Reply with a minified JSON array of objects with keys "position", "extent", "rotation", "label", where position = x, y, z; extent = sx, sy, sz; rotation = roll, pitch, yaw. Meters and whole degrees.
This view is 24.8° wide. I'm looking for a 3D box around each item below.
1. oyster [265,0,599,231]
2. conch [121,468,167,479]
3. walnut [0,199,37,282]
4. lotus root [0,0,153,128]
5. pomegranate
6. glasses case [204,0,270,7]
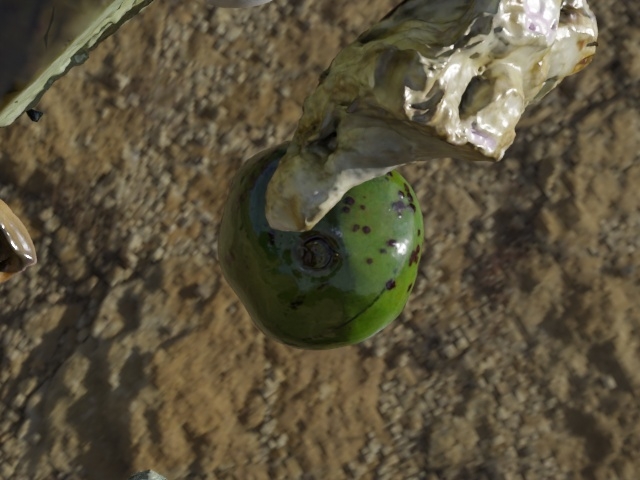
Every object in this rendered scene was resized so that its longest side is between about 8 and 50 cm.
[{"position":[0.058,-0.060,0.693],"extent":[0.081,0.191,0.163],"rotation":[60,17,18],"label":"oyster"},{"position":[-0.158,0.249,1.305],"extent":[0.076,0.057,0.085],"rotation":[-7,87,-57],"label":"conch"},{"position":[-0.382,0.029,1.288],"extent":[0.204,0.141,0.238],"rotation":[27,100,-27],"label":"walnut"},{"position":[-0.105,-0.147,0.573],"extent":[0.149,0.260,0.267],"rotation":[49,26,-11],"label":"lotus root"},{"position":[0.000,0.000,1.688],"extent":[0.254,0.270,0.254],"rotation":[0,93,-5],"label":"pomegranate"},{"position":[-0.075,-0.301,1.566],"extent":[0.092,0.233,0.059],"rotation":[-7,83,-13],"label":"glasses case"}]
